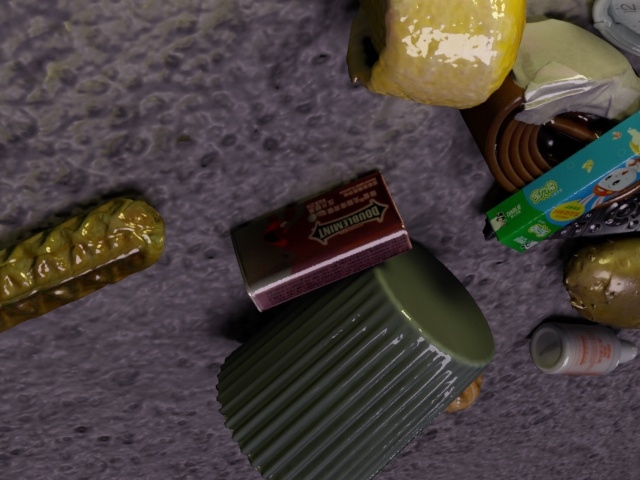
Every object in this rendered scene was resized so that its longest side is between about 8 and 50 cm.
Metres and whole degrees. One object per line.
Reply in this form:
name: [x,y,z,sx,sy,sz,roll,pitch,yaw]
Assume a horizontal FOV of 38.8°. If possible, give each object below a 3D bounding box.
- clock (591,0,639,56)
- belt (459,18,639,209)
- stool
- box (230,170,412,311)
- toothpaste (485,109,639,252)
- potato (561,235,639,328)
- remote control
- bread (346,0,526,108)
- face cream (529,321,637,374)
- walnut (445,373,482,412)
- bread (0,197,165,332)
clock: [0.441,-0.274,1.057,0.236,0.053,0.236,13,169,3]
belt: [0.317,-0.152,1.166,0.338,0.122,0.217,21,129,-43]
stool: [0.057,0.183,1.353,0.297,0.297,0.330,20,124,-42]
box: [0.000,0.000,1.215,0.224,0.120,0.069,-21,141,3]
toothpaste: [0.336,-0.078,1.133,0.266,0.050,0.065,-36,147,27]
potato: [0.534,0.070,1.557,0.296,0.141,0.191,9,133,-32]
remote control: [0.431,-0.059,1.397,0.398,0.062,0.144,-5,143,-23]
bread: [0.122,-0.231,0.921,0.170,0.197,0.197,4,140,-9]
face cream: [0.531,0.215,1.779,0.251,0.101,0.101,7,137,-33]
walnut: [0.213,0.218,1.584,0.155,0.155,0.184,-22,142,2]
bread: [-0.316,0.028,1.121,0.269,0.098,0.087,-23,-173,3]
